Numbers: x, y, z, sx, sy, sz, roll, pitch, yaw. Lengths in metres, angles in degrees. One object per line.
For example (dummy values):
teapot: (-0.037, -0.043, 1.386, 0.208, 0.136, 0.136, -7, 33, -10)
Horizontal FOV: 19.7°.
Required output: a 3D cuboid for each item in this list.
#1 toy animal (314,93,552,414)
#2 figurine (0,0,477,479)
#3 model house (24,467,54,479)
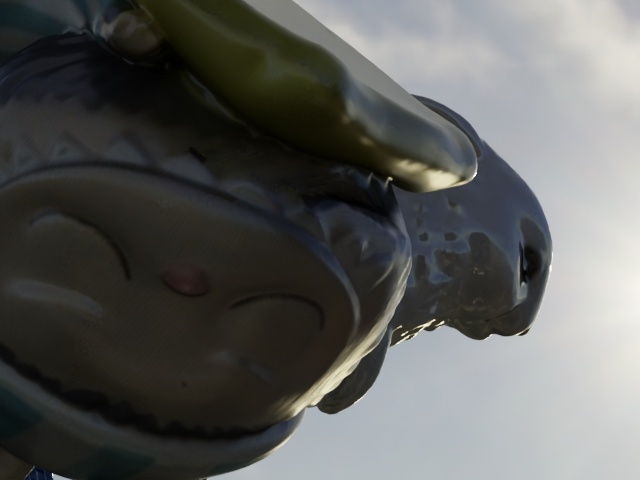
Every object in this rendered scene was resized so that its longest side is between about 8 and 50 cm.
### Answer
toy animal: (0.000, 0.000, 1.365, 0.357, 0.258, 0.194, -15, -19, -25)
figurine: (-0.150, -0.002, 1.009, 0.361, 0.377, 0.266, 43, 9, 38)
model house: (-0.234, 0.157, 1.195, 0.148, 0.119, 0.148, -4, -22, -16)
